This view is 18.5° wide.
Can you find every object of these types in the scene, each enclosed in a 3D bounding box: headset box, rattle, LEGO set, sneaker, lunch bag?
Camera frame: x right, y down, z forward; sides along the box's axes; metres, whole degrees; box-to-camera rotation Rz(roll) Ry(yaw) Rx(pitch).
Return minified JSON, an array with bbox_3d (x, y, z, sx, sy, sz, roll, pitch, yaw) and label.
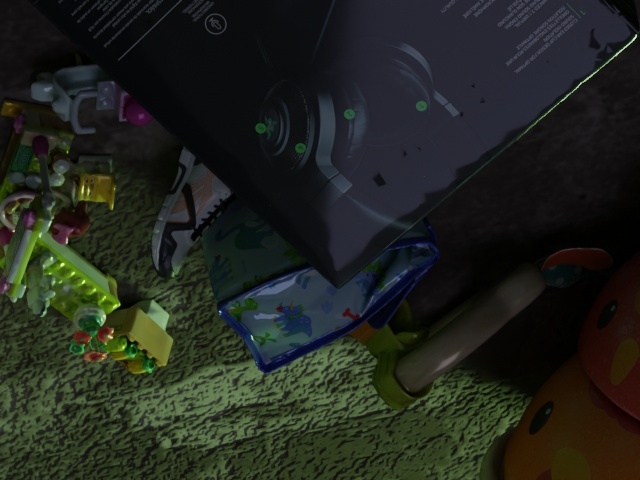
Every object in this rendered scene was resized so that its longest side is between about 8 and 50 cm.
[{"bbox_3d":[0.017,-0.148,1.160,0.283,0.131,0.246,42,112,-15],"label":"headset box"},{"bbox_3d":[0.097,0.023,1.472,0.199,0.143,0.130,-40,163,1],"label":"rattle"},{"bbox_3d":[-0.168,0.015,1.339,0.132,0.107,0.287,-8,132,-8],"label":"LEGO set"},{"bbox_3d":[-0.083,-0.024,1.331,0.043,0.109,0.040,18,173,8],"label":"sneaker"},{"bbox_3d":[0.000,0.000,1.356,0.151,0.129,0.096,-28,132,8],"label":"lunch bag"}]

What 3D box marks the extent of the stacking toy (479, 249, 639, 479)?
[{"bbox_3d":[0.330,0.039,1.425,0.350,0.350,0.480,5,110,-19],"label":"stacking toy"}]
